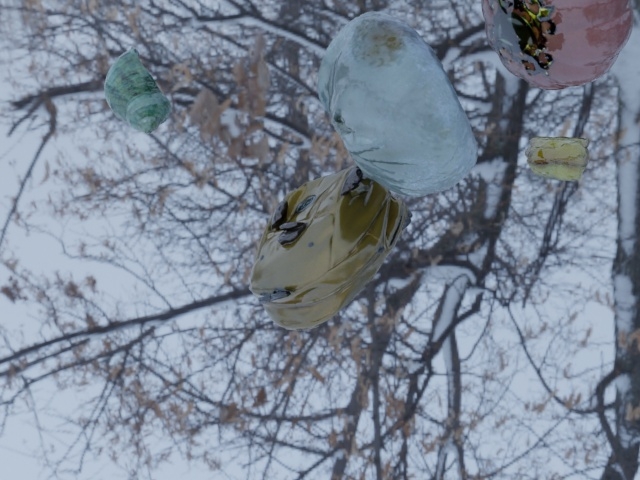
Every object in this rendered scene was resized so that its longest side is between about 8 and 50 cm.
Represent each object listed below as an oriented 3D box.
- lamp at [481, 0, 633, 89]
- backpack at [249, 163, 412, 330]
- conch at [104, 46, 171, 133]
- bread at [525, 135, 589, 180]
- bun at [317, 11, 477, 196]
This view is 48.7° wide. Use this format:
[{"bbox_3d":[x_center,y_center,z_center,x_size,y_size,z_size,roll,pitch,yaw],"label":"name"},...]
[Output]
[{"bbox_3d":[0.453,-0.440,1.332,0.240,0.305,0.305,-31,-145,-19],"label":"lamp"},{"bbox_3d":[0.005,0.003,1.474,0.353,0.201,0.378,-21,-144,44],"label":"backpack"},{"bbox_3d":[-0.442,-0.349,1.712,0.122,0.188,0.176,-42,-178,-42],"label":"conch"},{"bbox_3d":[0.632,-0.218,1.884,0.161,0.088,0.233,-2,-160,23],"label":"bread"},{"bbox_3d":[0.128,-0.227,1.248,0.211,0.362,0.362,-30,-151,2],"label":"bun"}]
